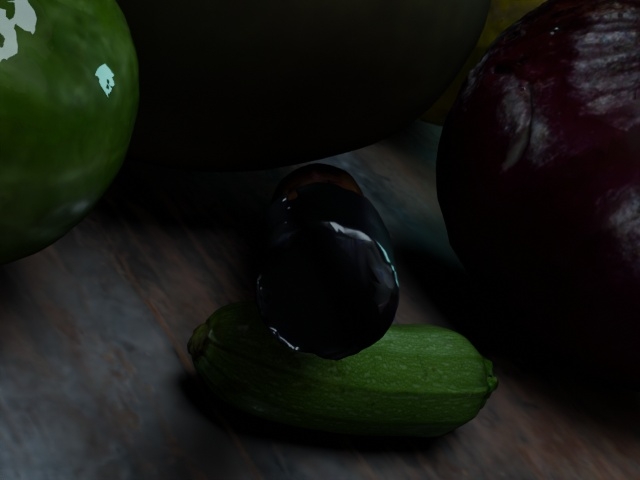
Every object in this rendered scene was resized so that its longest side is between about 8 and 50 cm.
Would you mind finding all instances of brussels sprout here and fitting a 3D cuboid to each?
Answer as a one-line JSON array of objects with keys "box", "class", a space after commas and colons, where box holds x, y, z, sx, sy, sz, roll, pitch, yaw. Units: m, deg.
[{"box": [-0.219, -0.087, 0.810, 0.244, 0.244, 0.244, 25, 27, -13], "class": "brussels sprout"}]

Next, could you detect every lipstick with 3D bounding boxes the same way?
[{"box": [0.000, 0.000, 0.896, 0.077, 0.077, 0.418, 29, 5, -4], "class": "lipstick"}]

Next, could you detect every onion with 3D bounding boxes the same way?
[{"box": [0.238, -0.024, 1.103, 0.336, 0.282, 0.260, 50, 49, 4], "class": "onion"}]

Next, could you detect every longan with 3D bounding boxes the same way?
[{"box": [-0.054, -0.205, 1.022, 0.361, 0.361, 0.361, 25, 27, -13], "class": "longan"}]

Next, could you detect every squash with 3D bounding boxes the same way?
[{"box": [0.021, 0.079, 0.912, 0.219, 0.068, 0.077, 9, 25, -37], "class": "squash"}]

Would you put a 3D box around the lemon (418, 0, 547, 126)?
[{"box": [0.134, -0.223, 1.338, 0.310, 0.258, 0.258, 27, 22, 25], "class": "lemon"}]
